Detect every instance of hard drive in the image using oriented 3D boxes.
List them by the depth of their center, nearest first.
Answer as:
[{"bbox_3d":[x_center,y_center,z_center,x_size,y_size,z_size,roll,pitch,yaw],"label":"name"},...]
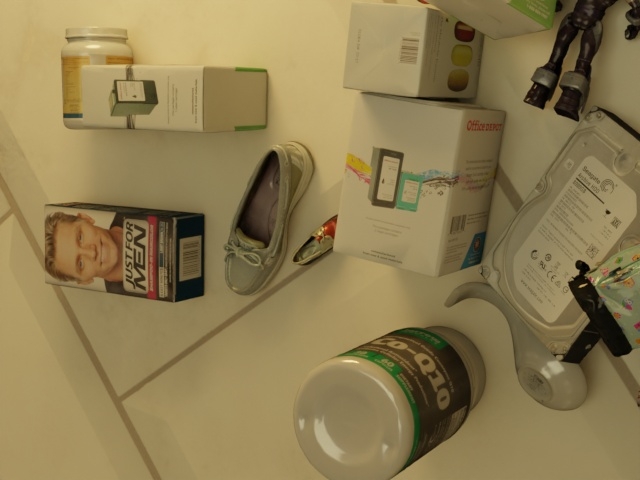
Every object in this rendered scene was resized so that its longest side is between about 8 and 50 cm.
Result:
[{"bbox_3d":[0.414,-0.009,1.569,0.339,0.064,0.237,-57,45,22],"label":"hard drive"}]

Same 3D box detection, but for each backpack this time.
[{"bbox_3d":[0.464,0.072,1.420,0.182,0.115,0.152,-32,107,12],"label":"backpack"}]

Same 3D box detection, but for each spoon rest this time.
[{"bbox_3d":[0.335,0.170,1.673,0.276,0.084,0.137,46,147,13],"label":"spoon rest"}]

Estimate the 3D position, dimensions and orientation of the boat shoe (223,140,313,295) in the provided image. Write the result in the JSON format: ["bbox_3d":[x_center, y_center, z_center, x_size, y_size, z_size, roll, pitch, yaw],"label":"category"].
[{"bbox_3d":[-0.115,-0.038,1.893,0.118,0.103,0.320,34,111,22],"label":"boat shoe"}]

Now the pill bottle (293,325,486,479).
[{"bbox_3d":[0.127,0.255,1.643,0.204,0.361,0.204,4,98,29],"label":"pill bottle"}]

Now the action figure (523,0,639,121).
[{"bbox_3d":[0.409,-0.335,1.567,0.185,0.099,0.285,27,101,31],"label":"action figure"}]

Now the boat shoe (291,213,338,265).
[{"bbox_3d":[0.000,0.000,1.868,0.137,0.043,0.049,-41,74,26],"label":"boat shoe"}]

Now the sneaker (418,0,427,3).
[{"bbox_3d":[0.232,-0.522,1.641,0.135,0.097,0.276,14,105,28],"label":"sneaker"}]

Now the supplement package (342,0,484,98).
[{"bbox_3d":[0.157,-0.304,1.625,0.133,0.244,0.139,12,103,29],"label":"supplement package"}]

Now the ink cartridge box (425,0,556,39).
[{"bbox_3d":[0.269,-0.510,1.518,0.119,0.207,0.353,0,76,50],"label":"ink cartridge box"}]

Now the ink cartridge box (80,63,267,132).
[{"bbox_3d":[-0.275,-0.270,1.896,0.289,0.211,0.122,6,101,30],"label":"ink cartridge box"}]

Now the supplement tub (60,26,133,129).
[{"bbox_3d":[-0.448,-0.324,2.023,0.144,0.144,0.200,4,98,29],"label":"supplement tub"}]

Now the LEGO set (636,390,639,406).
[{"bbox_3d":[0.585,0.146,1.467,0.331,0.192,0.255,-2,95,30],"label":"LEGO set"}]

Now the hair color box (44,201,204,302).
[{"bbox_3d":[-0.407,0.020,2.066,0.347,0.105,0.174,6,98,30],"label":"hair color box"}]

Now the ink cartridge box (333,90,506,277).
[{"bbox_3d":[0.167,-0.101,1.672,0.197,0.198,0.270,14,102,28],"label":"ink cartridge box"}]
